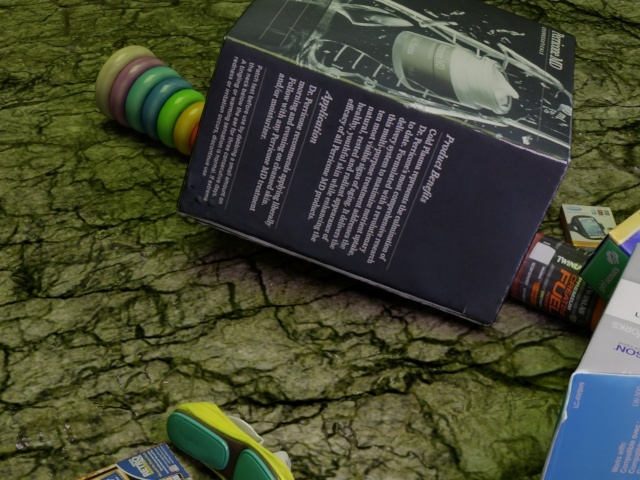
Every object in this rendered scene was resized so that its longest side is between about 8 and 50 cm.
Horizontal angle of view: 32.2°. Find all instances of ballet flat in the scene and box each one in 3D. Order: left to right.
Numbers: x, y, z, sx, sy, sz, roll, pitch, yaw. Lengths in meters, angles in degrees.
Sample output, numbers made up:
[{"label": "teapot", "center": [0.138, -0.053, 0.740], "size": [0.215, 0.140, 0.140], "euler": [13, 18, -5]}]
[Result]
[{"label": "ballet flat", "center": [-0.082, 0.252, 1.270], "size": [0.231, 0.077, 0.077], "euler": [32, 26, 36]}]

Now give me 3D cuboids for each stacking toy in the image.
[{"label": "stacking toy", "center": [-0.223, -0.203, 1.870], "size": [0.330, 0.141, 0.141], "euler": [32, 42, 25]}]

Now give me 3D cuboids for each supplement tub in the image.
[{"label": "supplement tub", "center": [0.374, 0.068, 1.563], "size": [0.198, 0.106, 0.106], "euler": [23, 38, 25]}]

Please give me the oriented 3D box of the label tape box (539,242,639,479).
[{"label": "label tape box", "center": [0.337, 0.198, 1.242], "size": [0.115, 0.249, 0.348], "euler": [18, 36, 18]}]

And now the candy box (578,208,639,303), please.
[{"label": "candy box", "center": [0.548, 0.066, 1.458], "size": [0.268, 0.122, 0.317], "euler": [-33, 69, -29]}]

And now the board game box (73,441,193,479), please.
[{"label": "board game box", "center": [-0.217, 0.309, 1.185], "size": [0.193, 0.045, 0.147], "euler": [-18, 41, -30]}]

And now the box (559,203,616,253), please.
[{"label": "box", "center": [0.429, -0.018, 1.766], "size": [0.081, 0.028, 0.136], "euler": [4, 36, -2]}]

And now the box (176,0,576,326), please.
[{"label": "box", "center": [0.102, -0.181, 1.644], "size": [0.471, 0.297, 0.480], "euler": [21, 33, 0]}]
